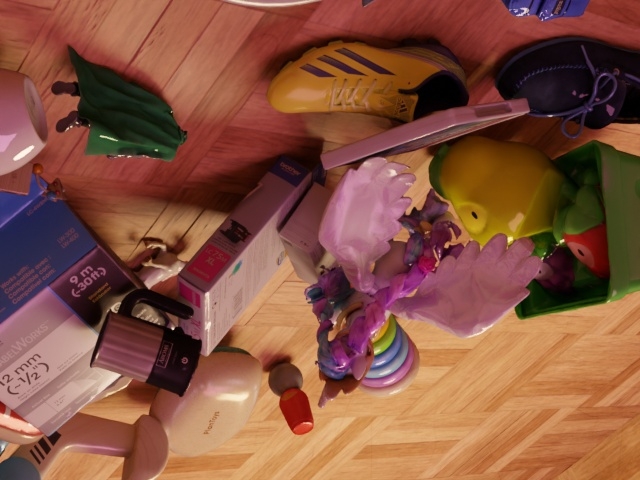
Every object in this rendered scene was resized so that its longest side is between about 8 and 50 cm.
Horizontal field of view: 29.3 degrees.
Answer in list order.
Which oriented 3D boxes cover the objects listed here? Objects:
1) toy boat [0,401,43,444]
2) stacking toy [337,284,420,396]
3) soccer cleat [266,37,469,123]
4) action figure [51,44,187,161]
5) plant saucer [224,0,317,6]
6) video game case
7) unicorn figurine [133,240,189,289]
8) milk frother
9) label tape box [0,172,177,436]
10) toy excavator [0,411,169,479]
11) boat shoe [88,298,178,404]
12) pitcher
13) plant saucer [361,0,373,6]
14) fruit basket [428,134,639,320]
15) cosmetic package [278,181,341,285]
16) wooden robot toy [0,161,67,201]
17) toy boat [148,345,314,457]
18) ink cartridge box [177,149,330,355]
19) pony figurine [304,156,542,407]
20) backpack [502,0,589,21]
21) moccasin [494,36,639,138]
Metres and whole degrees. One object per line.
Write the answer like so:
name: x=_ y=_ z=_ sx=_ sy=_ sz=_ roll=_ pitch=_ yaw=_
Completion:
toy boat: x=-0.479 y=0.212 z=1.877 sx=0.151 sy=0.151 sz=0.231 roll=-46 pitch=148 yaw=3
stacking toy: x=0.079 y=0.159 z=2.226 sx=0.141 sy=0.141 sz=0.330 roll=-26 pitch=144 yaw=2
soccer cleat: x=0.071 y=-0.204 z=1.635 sx=0.289 sy=0.121 sz=0.093 roll=-10 pitch=146 yaw=-25
action figure: x=-0.239 y=-0.146 z=1.525 sx=0.063 sy=0.137 sz=0.232 roll=-13 pitch=166 yaw=28
plant saucer: x=-0.008 y=-0.419 z=1.259 sx=0.400 sy=0.100 sz=0.400 roll=-19 pitch=149 yaw=-12
video game case: x=0.152 y=-0.151 z=1.708 sx=0.204 sy=0.025 sz=0.285 roll=-17 pitch=180 yaw=30
unicorn figurine: x=-0.249 y=0.047 z=1.869 sx=0.162 sy=0.060 sz=0.111 roll=-18 pitch=154 yaw=20
milk frother: x=-0.243 y=0.150 z=1.696 sx=0.134 sy=0.129 sz=0.143 roll=21 pitch=145 yaw=-12
label tape box: x=-0.390 y=0.088 z=1.675 sx=0.249 sy=0.115 sz=0.348 roll=-39 pitch=141 yaw=-4
toy excavator: x=-0.517 y=0.374 z=2.009 sx=0.445 sy=0.433 sz=0.222 roll=-56 pitch=-174 yaw=-38
boat shoe: x=-0.284 y=0.147 z=1.929 sx=0.302 sy=0.113 sz=0.103 roll=-30 pitch=119 yaw=-29
pitcher: x=-0.429 y=-0.143 z=1.380 sx=0.207 sy=0.125 sz=0.178 roll=-13 pitch=135 yaw=2
plant saucer: x=0.075 y=-0.310 z=1.460 sx=0.067 sy=0.018 sz=0.192 roll=-30 pitch=-168 yaw=9
fruit basket: x=0.351 y=-0.025 z=1.935 sx=0.392 sy=0.283 sz=0.392 roll=-2 pitch=172 yaw=0
cosmetic package: x=0.000 y=0.000 z=1.880 sx=0.099 sy=0.060 sz=0.239 roll=-58 pitch=166 yaw=-11
wooden robot toy: x=-0.393 y=-0.099 z=1.530 sx=0.173 sy=0.079 sz=0.076 roll=11 pitch=179 yaw=-25
toy boat: x=-0.161 y=0.284 z=2.240 sx=0.318 sy=0.148 sz=0.267 roll=7 pitch=133 yaw=-32
ink cartridge box: x=-0.098 y=0.006 z=1.800 sx=0.311 sy=0.065 sz=0.186 roll=-49 pitch=162 yaw=-30
pony figurine: x=0.111 y=0.050 z=1.780 sx=0.351 sy=0.303 sz=0.363 roll=-55 pitch=-177 yaw=21
backpack: x=0.296 y=-0.343 z=1.608 sx=0.120 sy=0.101 sz=0.098 roll=-8 pitch=139 yaw=-21
moccasin: x=0.426 y=-0.233 z=1.857 sx=0.342 sy=0.117 sz=0.138 roll=-6 pitch=145 yaw=-29
